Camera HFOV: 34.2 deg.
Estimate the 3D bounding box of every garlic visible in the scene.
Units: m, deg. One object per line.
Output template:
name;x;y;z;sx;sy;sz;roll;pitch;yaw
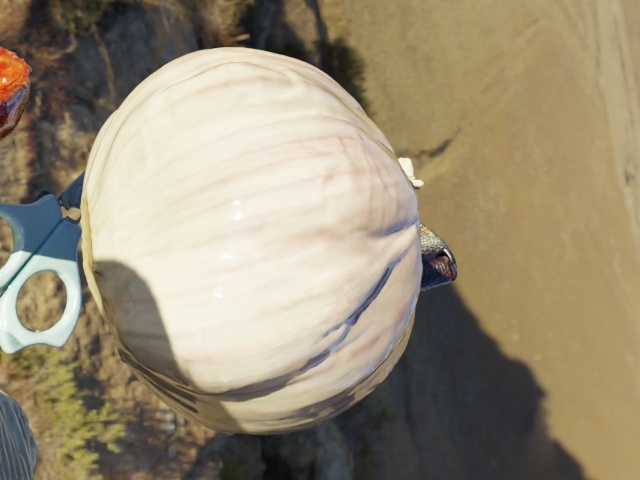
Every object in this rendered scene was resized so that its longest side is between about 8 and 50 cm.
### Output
garlic;-0.045;0.006;0.781;0.317;0.259;0.317;55;-20;31

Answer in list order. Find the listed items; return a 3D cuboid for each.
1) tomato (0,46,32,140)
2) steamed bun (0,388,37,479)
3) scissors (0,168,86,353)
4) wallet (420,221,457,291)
tomato;-0.394;-0.122;1.007;0.228;0.228;0.101;-54;153;-59
steamed bun;-0.416;0.310;1.029;0.367;0.255;0.342;93;-16;-80
scissors;-0.282;-0.043;1.190;0.191;0.029;0.360;50;54;-27
wallet;0.000;0.000;1.214;0.262;0.221;0.071;44;-34;49
